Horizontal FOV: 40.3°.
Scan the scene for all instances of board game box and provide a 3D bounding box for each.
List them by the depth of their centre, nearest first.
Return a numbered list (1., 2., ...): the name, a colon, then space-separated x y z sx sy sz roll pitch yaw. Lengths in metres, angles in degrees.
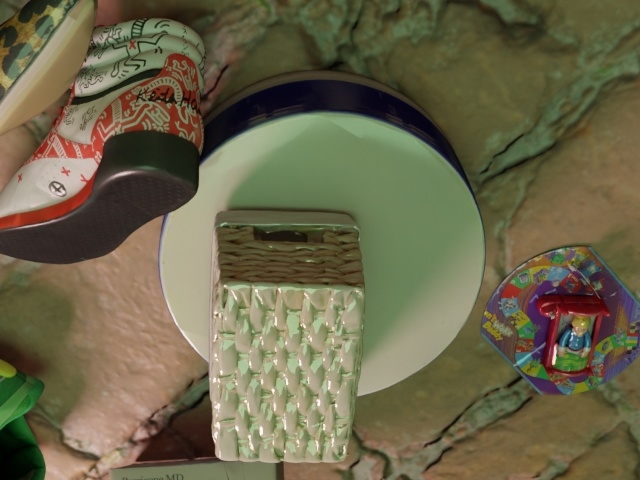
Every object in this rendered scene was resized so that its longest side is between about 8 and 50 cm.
1. board game box: 0.237 0.089 0.827 0.133 0.033 0.169 -40 112 15

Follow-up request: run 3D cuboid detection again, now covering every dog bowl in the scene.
1. dog bowl: 0.000 0.000 0.730 0.265 0.104 0.265 -1 117 -2

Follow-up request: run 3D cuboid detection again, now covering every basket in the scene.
1. basket: -0.028 0.073 0.648 0.113 0.103 0.167 2 116 -5

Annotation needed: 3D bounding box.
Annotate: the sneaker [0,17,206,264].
1. sneaker: -0.181 -0.076 0.695 0.090 0.145 0.270 20 153 -38

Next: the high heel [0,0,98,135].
1. high heel: -0.276 -0.149 0.615 0.261 0.093 0.186 -38 96 33

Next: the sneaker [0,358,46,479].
1. sneaker: -0.333 0.242 0.830 0.123 0.109 0.295 17 114 -7

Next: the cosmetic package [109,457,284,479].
1. cosmetic package: -0.105 0.361 0.809 0.160 0.113 0.309 -5 79 0
